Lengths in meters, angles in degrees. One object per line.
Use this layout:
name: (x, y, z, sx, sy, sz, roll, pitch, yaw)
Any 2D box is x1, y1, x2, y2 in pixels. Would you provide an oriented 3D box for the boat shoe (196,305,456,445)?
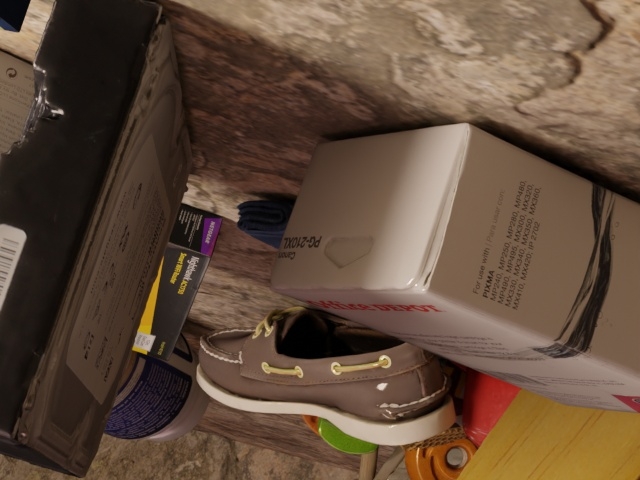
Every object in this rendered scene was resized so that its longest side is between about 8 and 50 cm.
boat shoe: (-0.007, 0.113, 1.648, 0.117, 0.096, 0.324, -25, -158, -36)

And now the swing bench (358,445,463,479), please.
swing bench: (0.157, 0.300, 1.888, 0.253, 0.254, 0.165, 8, 166, 40)

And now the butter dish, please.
butter dish: (0.199, 0.178, 1.590, 0.160, 0.118, 0.160, 10, 167, 38)

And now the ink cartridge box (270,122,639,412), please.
ink cartridge box: (0.117, 0.022, 1.010, 0.237, 0.100, 0.172, 22, 168, -28)

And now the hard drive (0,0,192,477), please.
hard drive: (-0.141, 0.013, 1.011, 0.064, 0.236, 0.339, 18, 168, 1)

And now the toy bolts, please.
toy bolts: (0.057, 0.242, 1.817, 0.218, 0.228, 0.158, 22, 178, -9)

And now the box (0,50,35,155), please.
box: (-0.241, -0.026, 1.092, 0.091, 0.170, 0.130, 25, 155, -29)

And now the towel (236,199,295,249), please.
towel: (0.000, 0.000, 1.264, 0.119, 0.029, 0.067, 28, 165, -39)

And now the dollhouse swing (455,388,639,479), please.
dollhouse swing: (0.321, 0.240, 1.331, 0.305, 0.315, 0.347, 34, 178, 32)

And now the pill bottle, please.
pill bottle: (-0.236, 0.149, 2.015, 0.153, 0.153, 0.265, 12, 167, 25)

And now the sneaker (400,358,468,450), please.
sneaker: (0.147, 0.153, 1.712, 0.185, 0.084, 0.069, -3, 157, -38)

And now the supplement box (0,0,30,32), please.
supplement box: (-0.183, -0.141, 0.790, 0.083, 0.056, 0.083, 12, 167, 25)

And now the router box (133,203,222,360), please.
router box: (-0.165, 0.022, 1.417, 0.133, 0.046, 0.179, 18, 145, -6)
